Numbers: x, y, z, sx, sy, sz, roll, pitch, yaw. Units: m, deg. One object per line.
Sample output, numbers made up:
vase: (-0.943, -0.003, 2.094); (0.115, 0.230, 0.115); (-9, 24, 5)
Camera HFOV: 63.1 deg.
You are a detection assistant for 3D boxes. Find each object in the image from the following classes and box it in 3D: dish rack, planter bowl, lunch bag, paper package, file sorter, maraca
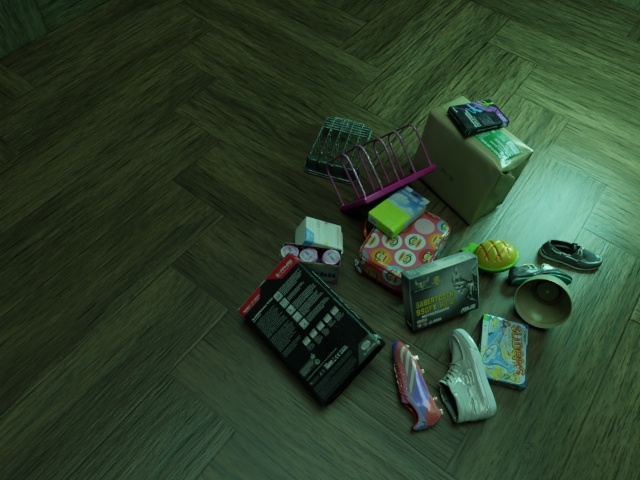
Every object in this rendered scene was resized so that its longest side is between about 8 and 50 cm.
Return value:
dish rack: (0.073, -0.345, 1.932); (0.208, 0.074, 0.272); (17, 55, 6)
planter bowl: (0.686, 0.170, 1.587); (0.162, 0.162, 0.109); (34, 34, 18)
lunch bag: (0.250, 0.010, 1.672); (0.258, 0.120, 0.293); (30, 60, 16)
paper package: (0.494, -0.271, 1.765); (0.168, 0.309, 0.325); (-31, 64, -22)
file sorter: (0.192, -0.247, 1.753); (0.290, 0.202, 0.182); (-27, 95, -20)
maraca: (0.543, 0.050, 1.685); (0.185, 0.099, 0.127); (3, 43, 28)

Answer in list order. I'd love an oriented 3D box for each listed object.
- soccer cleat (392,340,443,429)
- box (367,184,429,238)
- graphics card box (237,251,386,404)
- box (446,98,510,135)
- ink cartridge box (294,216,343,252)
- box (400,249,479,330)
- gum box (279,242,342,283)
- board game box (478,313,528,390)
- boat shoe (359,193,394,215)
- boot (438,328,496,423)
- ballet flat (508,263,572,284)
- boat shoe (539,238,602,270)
soccer cleat: (0.245, 0.396, 1.439); (0.095, 0.083, 0.248); (-20, 62, -11)
box: (0.249, -0.093, 1.657); (0.178, 0.042, 0.109); (-36, 60, -25)
graphics card box: (-0.028, 0.241, 1.457); (0.371, 0.094, 0.233); (43, 92, 23)
box: (0.496, -0.389, 1.641); (0.162, 0.029, 0.116); (-16, 57, -18)
ink cartridge box: (0.000, 0.000, 1.661); (0.143, 0.090, 0.092); (16, 54, -21)
box: (0.358, 0.149, 1.551); (0.231, 0.183, 0.056); (-16, 26, -15)
gum box: (-0.034, 0.070, 1.619); (0.188, 0.107, 0.062); (7, 56, 1)
board game box: (0.534, 0.325, 1.530); (0.136, 0.035, 0.201); (13, 56, 5)
boat shoe: (0.209, -0.129, 1.806); (0.153, 0.048, 0.056); (-14, 58, -13)
boot: (0.384, 0.373, 1.450); (0.123, 0.095, 0.258); (-6, 57, -16)
ballet flat: (0.701, 0.105, 1.673); (0.203, 0.074, 0.074); (0, 56, -1)
boat shoe: (0.837, 0.043, 1.724); (0.206, 0.065, 0.075); (14, 56, 5)
